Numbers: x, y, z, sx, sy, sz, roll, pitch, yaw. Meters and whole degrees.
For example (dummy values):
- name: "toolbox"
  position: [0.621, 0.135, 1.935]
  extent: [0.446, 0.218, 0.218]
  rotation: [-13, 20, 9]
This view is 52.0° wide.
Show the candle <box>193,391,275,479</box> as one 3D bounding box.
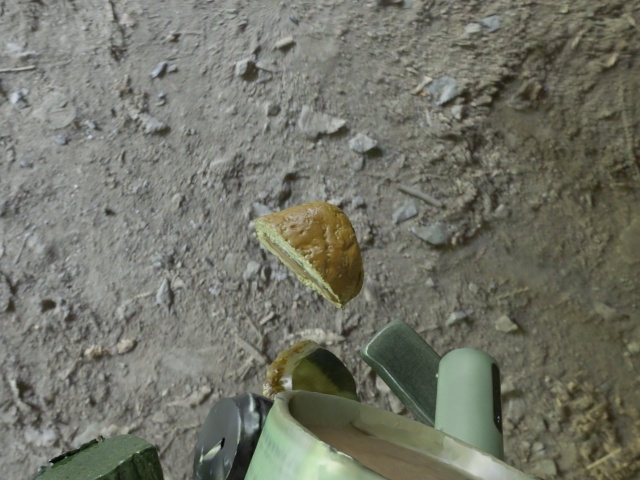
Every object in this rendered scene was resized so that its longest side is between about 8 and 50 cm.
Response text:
- name: "candle"
  position: [-0.053, 0.432, 1.246]
  extent: [0.343, 0.221, 0.221]
  rotation: [25, 107, -23]

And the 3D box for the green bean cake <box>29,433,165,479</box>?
- name: "green bean cake"
  position: [-0.434, 0.468, 1.252]
  extent: [0.227, 0.223, 0.124]
  rotation: [-16, 97, -35]

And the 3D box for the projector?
- name: "projector"
  position: [0.222, 0.310, 0.989]
  extent: [0.108, 0.337, 0.108]
  rotation: [6, 123, 9]

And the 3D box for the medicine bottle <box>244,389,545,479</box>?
- name: "medicine bottle"
  position: [0.006, 0.342, 0.482]
  extent: [0.236, 0.236, 0.405]
  rotation: [20, 87, -10]

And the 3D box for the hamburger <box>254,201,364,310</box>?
- name: "hamburger"
  position: [0.002, -0.001, 1.726]
  extent: [0.330, 0.162, 0.209]
  rotation: [39, 68, 18]

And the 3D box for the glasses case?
- name: "glasses case"
  position: [0.238, 0.326, 1.477]
  extent: [0.131, 0.074, 0.323]
  rotation: [-38, 77, -23]

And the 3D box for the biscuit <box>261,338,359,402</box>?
- name: "biscuit"
  position: [0.013, 0.408, 1.702]
  extent: [0.335, 0.329, 0.078]
  rotation: [31, 125, -4]
